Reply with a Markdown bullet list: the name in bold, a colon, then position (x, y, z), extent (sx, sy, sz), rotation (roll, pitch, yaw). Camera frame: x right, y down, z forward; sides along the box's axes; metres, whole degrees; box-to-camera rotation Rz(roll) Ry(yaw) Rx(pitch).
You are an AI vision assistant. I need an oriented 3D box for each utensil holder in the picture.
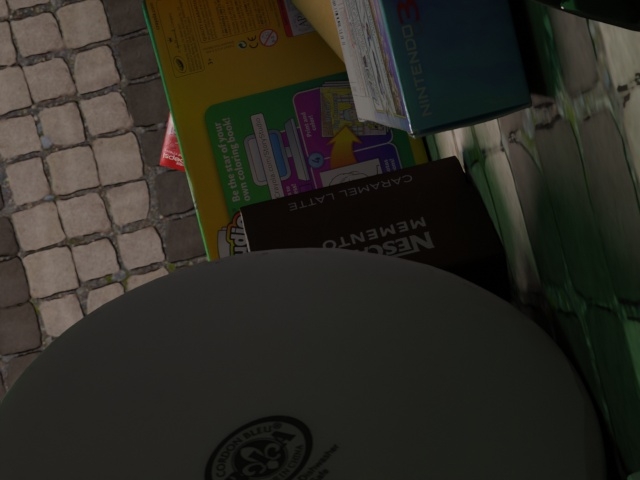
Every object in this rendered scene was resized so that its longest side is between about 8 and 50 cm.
- **utensil holder**: position (-0.003, 0.243, 0.934), extent (0.327, 0.327, 0.385), rotation (-108, 8, -50)

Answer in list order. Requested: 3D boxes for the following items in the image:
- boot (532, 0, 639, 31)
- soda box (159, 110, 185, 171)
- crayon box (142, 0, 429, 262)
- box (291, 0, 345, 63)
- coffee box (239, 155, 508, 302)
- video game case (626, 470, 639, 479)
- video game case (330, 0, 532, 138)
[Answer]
- **boot**: position (0.055, -0.110, 0.499), extent (0.246, 0.083, 0.161), rotation (30, -172, 36)
- **soda box**: position (-0.089, -0.179, 1.752), extent (0.263, 0.083, 0.092), rotation (-76, 1, -46)
- **crayon box**: position (-0.011, -0.050, 1.216), extent (0.081, 0.165, 0.278), rotation (92, 164, -79)
- **box**: position (-0.006, -0.219, 1.099), extent (0.164, 0.021, 0.201), rotation (52, 157, 31)
- **coffee box**: position (0.044, 0.083, 1.082), extent (0.098, 0.141, 0.246), rotation (-108, 5, -48)
- **video game case**: position (0.164, 0.203, 0.553), extent (0.285, 0.025, 0.204), rotation (-121, 17, -81)
- **video game case**: position (0.027, -0.191, 0.855), extent (0.244, 0.061, 0.269), rotation (-119, 15, -83)
